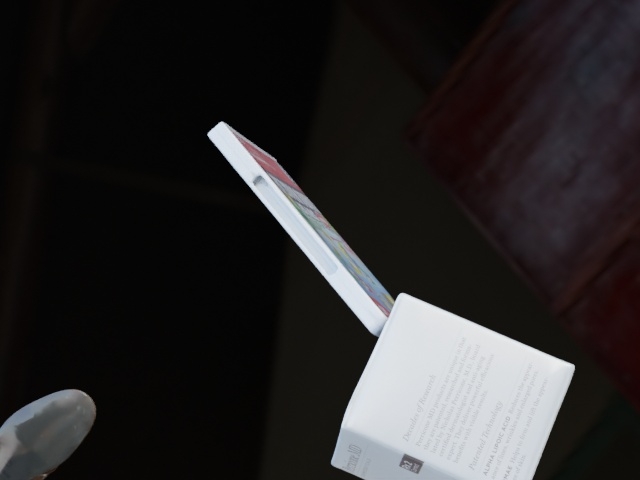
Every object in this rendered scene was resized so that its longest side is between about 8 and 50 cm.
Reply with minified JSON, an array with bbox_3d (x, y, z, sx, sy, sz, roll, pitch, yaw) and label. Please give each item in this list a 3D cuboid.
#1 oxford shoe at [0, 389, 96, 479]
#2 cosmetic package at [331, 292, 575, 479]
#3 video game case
[{"bbox_3d":[-0.320,0.234,2.117,0.212,0.076,0.076,-41,-11,18],"label":"oxford shoe"},{"bbox_3d":[0.125,0.170,1.850,0.151,0.184,0.151,99,-166,-69],"label":"cosmetic package"},{"bbox_3d":[0.000,0.000,2.077,0.025,0.285,0.204,-41,-17,5],"label":"video game case"}]
